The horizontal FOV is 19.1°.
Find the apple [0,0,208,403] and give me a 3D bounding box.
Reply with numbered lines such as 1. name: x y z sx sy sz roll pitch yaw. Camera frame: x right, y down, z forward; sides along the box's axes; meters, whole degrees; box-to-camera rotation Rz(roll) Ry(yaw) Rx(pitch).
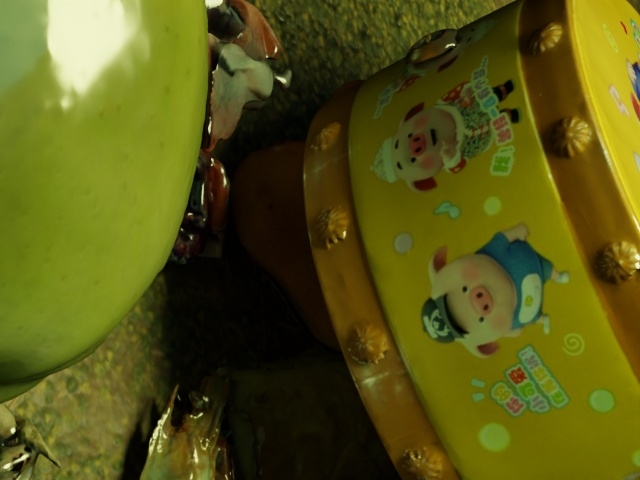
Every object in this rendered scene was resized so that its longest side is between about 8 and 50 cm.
1. apple: -0.218 -0.089 0.897 0.357 0.357 0.357 22 63 -50

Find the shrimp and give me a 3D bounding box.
1. shrimp: -0.082 0.191 1.254 0.115 0.051 0.217 33 54 -52

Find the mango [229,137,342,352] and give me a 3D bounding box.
1. mango: -0.002 -0.002 1.384 0.105 0.084 0.159 -31 112 -10

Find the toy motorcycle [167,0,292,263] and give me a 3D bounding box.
1. toy motorcycle: -0.076 -0.087 1.317 0.118 0.084 0.212 11 84 -63

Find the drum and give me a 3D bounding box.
1. drum: 0.180 0.036 1.327 0.431 0.214 0.431 48 27 -34

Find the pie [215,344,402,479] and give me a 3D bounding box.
1. pie: 0.020 0.137 1.399 0.282 0.068 0.128 -3 82 -51

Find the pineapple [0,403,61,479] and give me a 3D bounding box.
1. pineapple: -0.182 0.194 1.013 0.271 0.262 0.262 56 34 9
